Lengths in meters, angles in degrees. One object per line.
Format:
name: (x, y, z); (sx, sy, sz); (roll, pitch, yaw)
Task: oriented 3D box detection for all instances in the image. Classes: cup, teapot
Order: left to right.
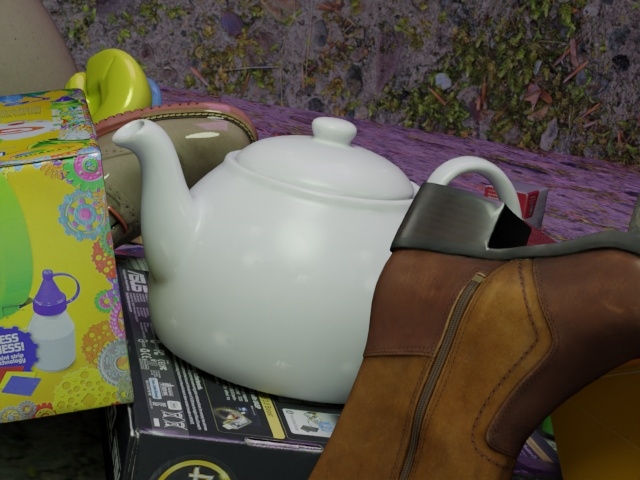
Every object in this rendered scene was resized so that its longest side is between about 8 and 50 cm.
cup: (-0.428, -0.175, 1.666); (0.237, 0.331, 0.331); (37, -7, -40)
teapot: (0.000, 0.000, 1.020); (0.252, 0.187, 0.256); (17, 13, 19)

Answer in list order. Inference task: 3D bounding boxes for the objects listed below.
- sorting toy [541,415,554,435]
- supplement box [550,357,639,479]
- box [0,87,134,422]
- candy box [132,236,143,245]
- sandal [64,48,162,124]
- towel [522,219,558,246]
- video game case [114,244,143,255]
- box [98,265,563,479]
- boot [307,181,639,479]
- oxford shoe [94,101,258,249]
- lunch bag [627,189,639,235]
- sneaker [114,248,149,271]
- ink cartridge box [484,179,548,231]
sorting toy: (0.363, 0.206, 1.238); (0.347, 0.047, 0.196); (20, 18, 32)
supplement box: (0.247, 0.155, 0.919); (0.129, 0.191, 0.194); (-11, 4, 19)
box: (-0.297, 0.010, 0.969); (0.290, 0.177, 0.279); (-8, 16, -10)
candy box: (-0.175, -0.058, 1.791); (0.183, 0.088, 0.316); (15, 13, 9)
sandal: (-0.249, -0.063, 1.348); (0.317, 0.126, 0.138); (-26, -33, 34)
towel: (0.258, 0.078, 1.229); (0.329, 0.037, 0.237); (36, 16, 12)
video game case: (-0.179, 0.049, 1.461); (0.201, 0.023, 0.183); (18, 13, 29)
box: (-0.015, 0.131, 1.078); (0.318, 0.097, 0.395); (7, 13, -14)
boot: (0.112, 0.125, 0.791); (0.264, 0.280, 0.096); (18, -7, 28)
oxford shoe: (-0.209, -0.010, 1.209); (0.348, 0.123, 0.130); (-25, 44, 9)
lunch bag: (0.553, 0.029, 1.775); (0.287, 0.235, 0.169); (21, 9, 37)
sneaker: (-0.210, 0.051, 1.302); (0.225, 0.088, 0.092); (8, 13, 24)
ink cartridge box: (0.252, 0.000, 1.811); (0.063, 0.150, 0.109); (13, 11, 22)
